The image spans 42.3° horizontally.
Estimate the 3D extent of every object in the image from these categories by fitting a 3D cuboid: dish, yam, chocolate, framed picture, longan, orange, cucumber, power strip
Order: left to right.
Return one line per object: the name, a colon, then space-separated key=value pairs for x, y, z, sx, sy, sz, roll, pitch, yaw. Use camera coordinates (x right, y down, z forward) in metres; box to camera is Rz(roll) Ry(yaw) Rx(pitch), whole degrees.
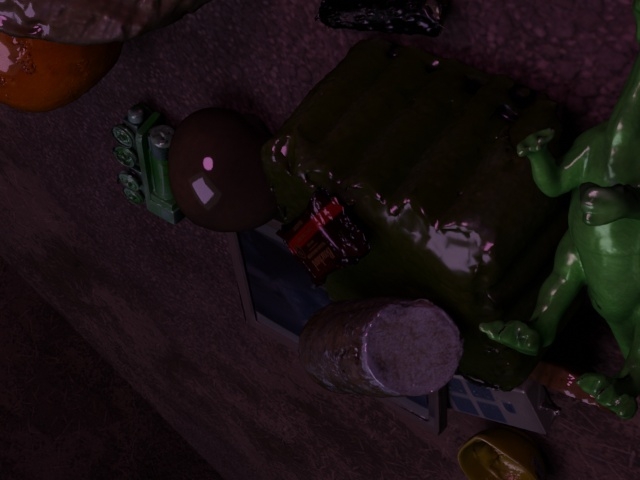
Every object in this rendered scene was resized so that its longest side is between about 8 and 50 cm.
orange: x=-0.388 y=-0.295 z=1.128 sx=0.240 sy=0.240 sz=0.240 roll=30 pitch=150 yaw=20
longan: x=-0.134 y=-0.097 z=1.179 sx=0.189 sy=0.189 sz=0.189 roll=30 pitch=150 yaw=20
chocolate: x=0.000 y=0.000 z=0.850 sx=0.086 sy=0.028 sz=0.182 roll=51 pitch=160 yaw=3
framed picture: x=0.015 y=0.112 z=1.361 sx=0.446 sy=0.028 sz=0.326 roll=25 pitch=141 yaw=32
yam: x=0.059 y=0.110 z=0.861 sx=0.107 sy=0.107 sz=0.194 roll=47 pitch=160 yaw=-11
cucumber: x=0.061 y=-0.236 z=0.855 sx=0.181 sy=0.053 sz=0.053 roll=14 pitch=142 yaw=42
power strip: x=0.216 y=0.229 z=1.322 sx=0.367 sy=0.043 sz=0.106 roll=5 pitch=136 yaw=48
dish: x=0.312 y=0.366 z=1.360 sx=0.148 sy=0.080 sz=0.208 roll=4 pitch=133 yaw=43

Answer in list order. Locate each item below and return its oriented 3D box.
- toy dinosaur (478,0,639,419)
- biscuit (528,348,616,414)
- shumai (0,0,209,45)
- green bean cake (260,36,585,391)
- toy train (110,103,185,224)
toy dinosaur: x=0.323 y=-0.028 z=0.784 sx=0.144 sy=0.375 sz=0.500 roll=25 pitch=-171 yaw=37
biscuit: x=0.275 y=0.156 z=1.043 sx=0.183 sy=0.047 sz=0.320 roll=18 pitch=180 yaw=-6
shumai: x=-0.263 y=-0.365 z=0.910 sx=0.288 sy=0.329 sz=0.292 roll=28 pitch=116 yaw=61
green bean cake: x=0.123 y=-0.027 z=0.925 sx=0.335 sy=0.218 sz=0.319 roll=30 pitch=158 yaw=32
toy train: x=-0.281 y=-0.126 z=1.401 sx=0.119 sy=0.085 sz=0.251 roll=30 pitch=152 yaw=10
